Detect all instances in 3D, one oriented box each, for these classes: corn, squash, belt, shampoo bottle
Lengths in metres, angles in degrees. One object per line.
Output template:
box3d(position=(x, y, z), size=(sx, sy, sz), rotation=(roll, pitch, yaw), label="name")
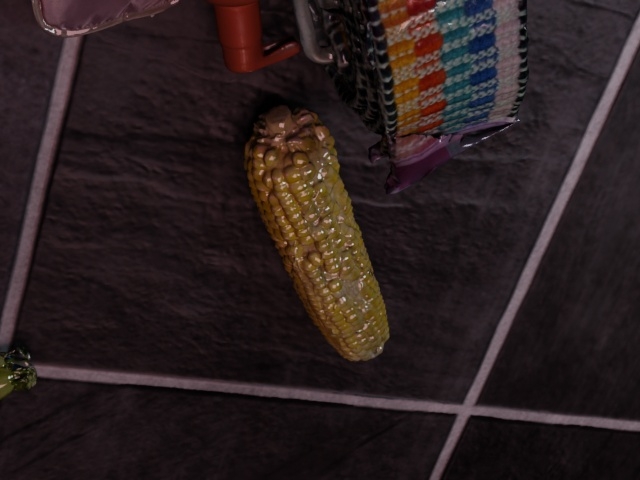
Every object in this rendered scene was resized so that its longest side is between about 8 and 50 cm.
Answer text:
box3d(position=(0.000, 0.000, 1.235), size=(0.086, 0.086, 0.288), rotation=(-22, 128, 0), label="corn")
box3d(position=(-0.352, 0.147, 1.260), size=(0.183, 0.052, 0.052), rotation=(-23, 127, -1), label="squash")
box3d(position=(0.053, -0.200, 1.043), size=(0.160, 0.207, 0.295), rotation=(-20, 142, -7), label="belt")
box3d(position=(-0.070, -0.244, 1.051), size=(0.085, 0.085, 0.244), rotation=(-13, 127, -7), label="shampoo bottle")

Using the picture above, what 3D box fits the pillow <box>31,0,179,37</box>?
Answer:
box3d(position=(-0.176, -0.267, 1.030), size=(0.130, 0.038, 0.233), rotation=(-15, 126, -11), label="pillow")
